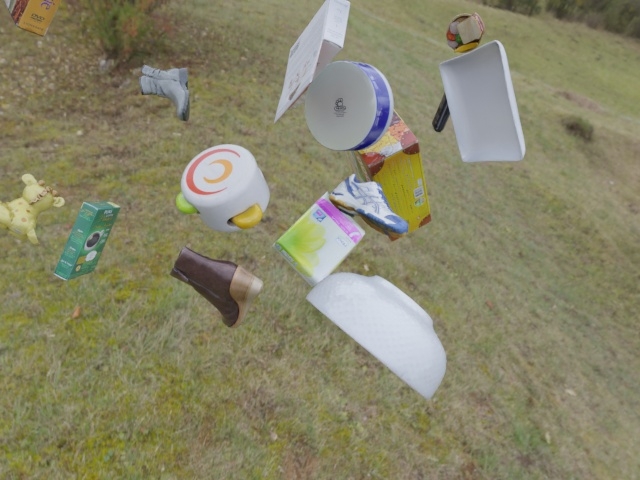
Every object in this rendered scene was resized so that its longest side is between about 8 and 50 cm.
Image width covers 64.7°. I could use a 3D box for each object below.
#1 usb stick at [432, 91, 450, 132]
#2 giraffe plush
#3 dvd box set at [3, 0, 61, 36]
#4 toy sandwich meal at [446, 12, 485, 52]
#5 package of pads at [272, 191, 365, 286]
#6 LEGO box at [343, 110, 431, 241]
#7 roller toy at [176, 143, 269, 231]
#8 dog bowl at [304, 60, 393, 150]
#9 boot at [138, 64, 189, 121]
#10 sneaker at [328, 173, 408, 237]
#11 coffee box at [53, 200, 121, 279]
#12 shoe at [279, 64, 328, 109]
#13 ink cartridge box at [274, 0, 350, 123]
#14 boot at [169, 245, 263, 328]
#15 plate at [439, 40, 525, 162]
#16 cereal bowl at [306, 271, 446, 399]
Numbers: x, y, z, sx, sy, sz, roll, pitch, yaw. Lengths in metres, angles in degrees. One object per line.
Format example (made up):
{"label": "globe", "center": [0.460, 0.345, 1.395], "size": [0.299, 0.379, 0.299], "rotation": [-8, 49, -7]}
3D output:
{"label": "usb stick", "center": [0.471, -0.523, 1.820], "size": [0.045, 0.278, 0.077], "rotation": [7, 42, -12]}
{"label": "giraffe plush", "center": [-0.892, -0.104, 1.531], "size": [0.210, 0.181, 0.171], "rotation": [13, 62, 33]}
{"label": "dvd box set", "center": [-0.538, -0.671, 0.998], "size": [0.062, 0.420, 0.308], "rotation": [2, 47, -56]}
{"label": "toy sandwich meal", "center": [0.296, -0.425, 1.039], "size": [0.085, 0.086, 0.029], "rotation": [34, 45, 13]}
{"label": "package of pads", "center": [0.000, 0.000, 1.883], "size": [0.229, 0.101, 0.296], "rotation": [46, 68, -4]}
{"label": "LEGO box", "center": [0.234, -0.292, 1.943], "size": [0.193, 0.500, 0.373], "rotation": [-28, 55, 0]}
{"label": "roller toy", "center": [-0.225, -0.123, 1.234], "size": [0.209, 0.146, 0.191], "rotation": [5, 58, 19]}
{"label": "dog bowl", "center": [0.084, -0.406, 1.537], "size": [0.265, 0.265, 0.104], "rotation": [41, 31, 21]}
{"label": "boot", "center": [-0.527, -0.494, 1.706], "size": [0.161, 0.083, 0.247], "rotation": [-4, 57, -15]}
{"label": "sneaker", "center": [0.161, -0.117, 1.535], "size": [0.296, 0.112, 0.131], "rotation": [33, 79, 34]}
{"label": "coffee box", "center": [-0.541, -0.004, 1.179], "size": [0.040, 0.184, 0.113], "rotation": [27, 10, 3]}
{"label": "shoe", "center": [-0.049, -0.525, 1.720], "size": [0.058, 0.219, 0.077], "rotation": [16, 42, -53]}
{"label": "ink cartridge box", "center": [-0.030, -0.477, 1.391], "size": [0.066, 0.296, 0.261], "rotation": [16, 76, -21]}
{"label": "boot", "center": [-0.262, 0.113, 1.223], "size": [0.206, 0.248, 0.090], "rotation": [24, 51, -9]}
{"label": "plate", "center": [0.410, -0.336, 1.266], "size": [0.045, 0.278, 0.278], "rotation": [-19, 12, -11]}
{"label": "cereal bowl", "center": [0.138, 0.181, 1.093], "size": [0.339, 0.339, 0.141], "rotation": [39, 84, 19]}
